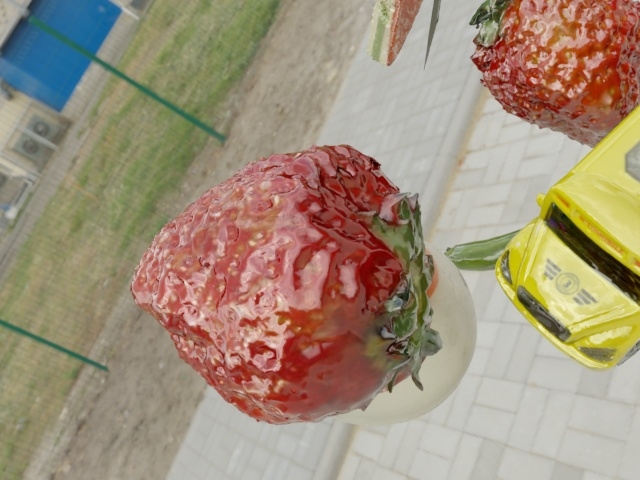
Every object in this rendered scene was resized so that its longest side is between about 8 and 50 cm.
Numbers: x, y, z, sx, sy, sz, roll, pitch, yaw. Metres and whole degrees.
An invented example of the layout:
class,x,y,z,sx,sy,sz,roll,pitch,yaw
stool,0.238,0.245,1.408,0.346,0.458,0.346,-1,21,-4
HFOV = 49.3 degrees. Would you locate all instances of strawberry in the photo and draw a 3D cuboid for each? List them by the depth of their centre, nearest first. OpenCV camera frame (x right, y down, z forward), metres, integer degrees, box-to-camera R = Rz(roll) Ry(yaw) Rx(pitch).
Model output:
class,x,y,z,sx,sy,sz,roll,pitch,yaw
strawberry,-0.037,0.038,0.626,0.276,0.257,0.257,-2,51,18
strawberry,0.259,-0.159,0.706,0.175,0.235,0.107,126,163,-46

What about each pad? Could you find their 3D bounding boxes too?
class,x,y,z,sx,sy,sz,roll,pitch,yaw
pad,0.134,-0.308,0.759,0.143,0.003,0.212,67,-148,-83

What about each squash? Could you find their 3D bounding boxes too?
class,x,y,z,sx,sy,sz,roll,pitch,yaw
squash,0.374,0.026,1.510,0.080,0.071,0.318,-39,12,-36

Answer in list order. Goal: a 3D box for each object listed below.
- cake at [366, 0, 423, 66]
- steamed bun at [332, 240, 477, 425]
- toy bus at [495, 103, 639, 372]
class,x,y,z,sx,sy,sz,roll,pitch,yaw
cake,0.179,-0.516,1.566,0.086,0.116,0.221,38,140,34
steamed bun,0.067,0.092,0.928,0.282,0.177,0.283,-6,42,5
toy bus,0.297,-0.046,0.579,0.330,0.152,0.144,-45,63,4
